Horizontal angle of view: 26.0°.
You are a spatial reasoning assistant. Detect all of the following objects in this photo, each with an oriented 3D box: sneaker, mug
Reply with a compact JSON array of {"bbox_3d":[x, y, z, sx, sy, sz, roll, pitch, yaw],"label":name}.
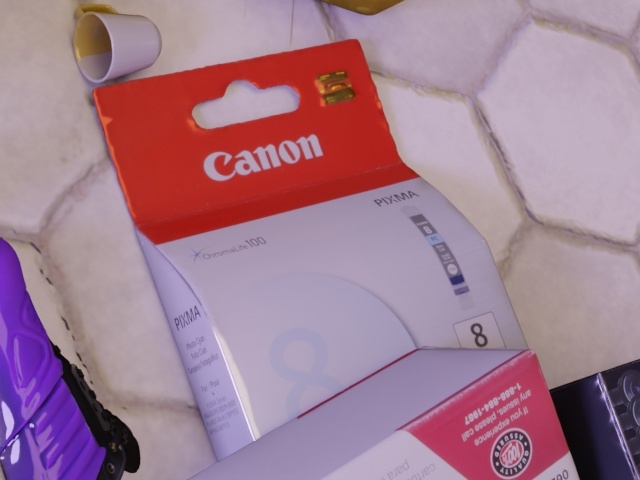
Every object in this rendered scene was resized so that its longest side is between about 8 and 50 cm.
[{"bbox_3d":[-0.217,0.141,1.082,0.146,0.102,0.293,-1,77,-35],"label":"sneaker"},{"bbox_3d":[-0.179,-0.183,1.238,0.064,0.062,0.078,-14,86,-41],"label":"mug"}]

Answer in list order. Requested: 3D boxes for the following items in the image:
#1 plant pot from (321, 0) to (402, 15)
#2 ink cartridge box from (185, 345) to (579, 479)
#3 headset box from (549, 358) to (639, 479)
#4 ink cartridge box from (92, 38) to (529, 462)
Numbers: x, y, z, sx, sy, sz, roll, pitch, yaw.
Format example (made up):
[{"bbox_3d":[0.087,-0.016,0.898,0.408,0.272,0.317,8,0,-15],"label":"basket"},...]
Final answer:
[{"bbox_3d":[0.035,-0.337,1.338,0.212,0.212,0.187,14,78,-25],"label":"plant pot"},{"bbox_3d":[0.091,0.313,1.096,0.279,0.160,0.384,-27,102,-33],"label":"ink cartridge box"},{"bbox_3d":[0.283,0.178,1.257,0.283,0.246,0.131,-12,78,-33],"label":"headset box"},{"bbox_3d":[0.000,0.000,1.255,0.308,0.091,0.385,-16,82,-33],"label":"ink cartridge box"}]
